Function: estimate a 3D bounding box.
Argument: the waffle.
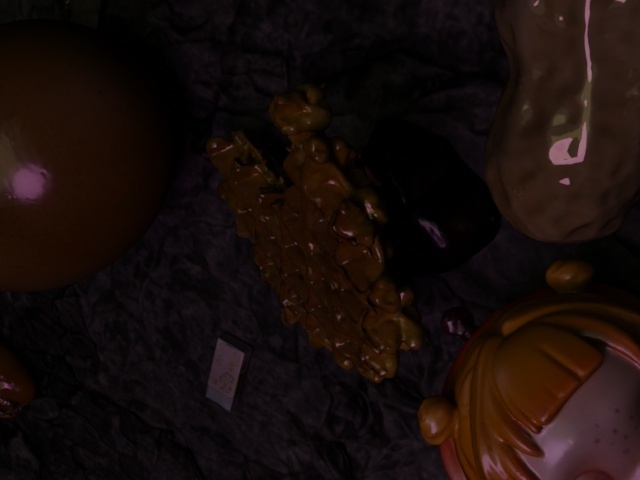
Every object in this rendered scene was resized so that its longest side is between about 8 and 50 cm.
[{"bbox_3d":[0.000,0.000,0.881,0.259,0.069,0.293,65,163,-8],"label":"waffle"}]

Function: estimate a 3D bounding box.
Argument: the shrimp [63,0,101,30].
[{"bbox_3d":[-0.308,-0.257,1.076,0.195,0.035,0.147,14,118,26],"label":"shrimp"}]

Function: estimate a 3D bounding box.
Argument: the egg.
[{"bbox_3d":[-0.283,-0.074,0.994,0.322,0.250,0.250,-31,91,41],"label":"egg"}]

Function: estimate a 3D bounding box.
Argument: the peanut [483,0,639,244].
[{"bbox_3d":[0.194,-0.142,0.722,0.152,0.152,0.313,21,121,25],"label":"peanut"}]

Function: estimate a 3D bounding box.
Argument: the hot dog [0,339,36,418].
[{"bbox_3d":[-0.429,0.167,1.304,0.090,0.060,0.140,-43,79,32],"label":"hot dog"}]

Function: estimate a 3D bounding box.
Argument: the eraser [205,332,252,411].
[{"bbox_3d":[-0.100,0.144,1.107,0.038,0.019,0.083,27,122,20],"label":"eraser"}]

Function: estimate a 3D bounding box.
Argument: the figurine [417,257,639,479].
[{"bbox_3d":[0.229,0.165,0.794,0.323,0.196,0.320,45,83,1],"label":"figurine"}]

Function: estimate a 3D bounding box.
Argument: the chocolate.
[{"bbox_3d":[0.068,-0.027,0.893,0.148,0.080,0.125,50,126,5],"label":"chocolate"}]
